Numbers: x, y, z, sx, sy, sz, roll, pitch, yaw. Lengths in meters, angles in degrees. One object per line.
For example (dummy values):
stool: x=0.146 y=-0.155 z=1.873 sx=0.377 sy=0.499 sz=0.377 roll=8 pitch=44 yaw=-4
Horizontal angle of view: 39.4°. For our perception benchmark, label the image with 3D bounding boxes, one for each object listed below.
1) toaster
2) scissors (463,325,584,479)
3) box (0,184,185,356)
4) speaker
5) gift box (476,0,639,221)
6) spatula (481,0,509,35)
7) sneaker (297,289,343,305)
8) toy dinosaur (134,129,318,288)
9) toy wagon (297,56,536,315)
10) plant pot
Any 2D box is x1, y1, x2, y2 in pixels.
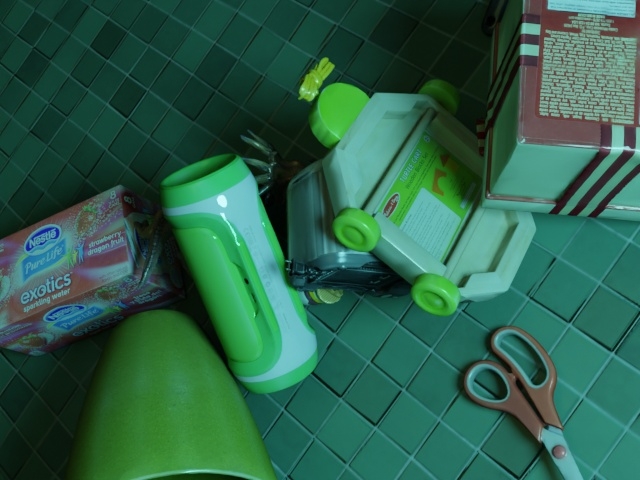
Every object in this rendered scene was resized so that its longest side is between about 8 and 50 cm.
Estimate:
toaster: x=0.044 y=-0.014 z=1.128 sx=0.129 sy=0.227 sz=0.146 roll=-33 pitch=57 yaw=53
scissors: x=0.273 y=0.221 z=1.023 sx=0.109 sy=0.021 sz=0.297 roll=-43 pitch=51 yaw=5
box: x=-0.375 y=0.052 z=1.368 sx=0.300 sy=0.142 sz=0.154 roll=-21 pitch=64 yaw=20
speaker: x=-0.101 y=0.044 z=1.149 sx=0.131 sy=0.131 sz=0.296 roll=-12 pitch=110 yaw=24
gift box: x=0.318 y=-0.173 z=0.992 sx=0.255 sy=0.258 sz=0.276 roll=10 pitch=76 yaw=4
spatula: x=0.295 y=-0.420 z=1.248 sx=0.084 sy=0.030 sz=0.296 roll=25 pitch=86 yaw=33
sneaker: x=0.000 y=0.000 z=1.235 sx=0.084 sy=0.069 sz=0.185 roll=-6 pitch=58 yaw=43
toy dinosaur: x=-0.141 y=-0.052 z=1.240 sx=0.127 sy=0.295 sz=0.200 roll=56 pitch=144 yaw=6
toy wagon: x=0.108 y=-0.081 z=1.075 sx=0.267 sy=0.344 sz=0.068 roll=-56 pitch=9 yaw=-35
plant pot: x=-0.205 y=0.246 z=1.169 sx=0.275 sy=0.275 sz=0.293 roll=-30 pitch=46 yaw=15
